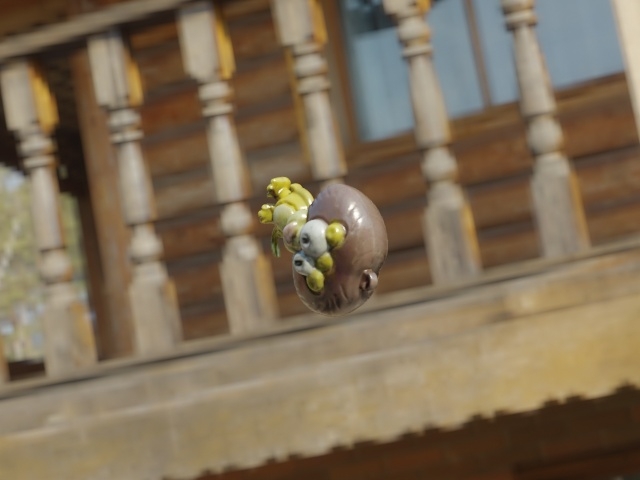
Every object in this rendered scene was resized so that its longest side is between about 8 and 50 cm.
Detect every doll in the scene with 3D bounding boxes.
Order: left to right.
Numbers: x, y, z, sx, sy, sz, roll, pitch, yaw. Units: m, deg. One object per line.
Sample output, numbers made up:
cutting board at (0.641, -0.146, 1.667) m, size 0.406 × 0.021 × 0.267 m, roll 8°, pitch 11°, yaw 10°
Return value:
doll at (-0.003, 0.008, 1.959) m, size 0.096 × 0.145 × 0.188 m, roll 0°, pitch 6°, yaw -45°
